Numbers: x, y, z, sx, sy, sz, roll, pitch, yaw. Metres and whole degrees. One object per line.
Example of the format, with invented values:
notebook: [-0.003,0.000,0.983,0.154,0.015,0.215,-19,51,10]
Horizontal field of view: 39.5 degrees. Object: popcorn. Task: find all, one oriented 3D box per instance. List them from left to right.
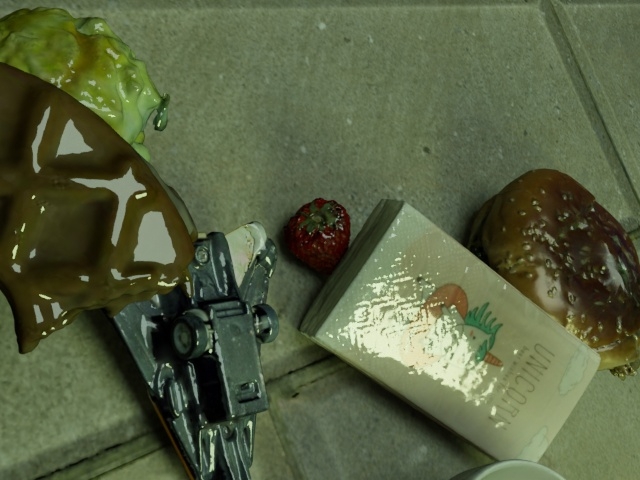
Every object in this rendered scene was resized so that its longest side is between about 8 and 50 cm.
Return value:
popcorn: [-0.206,-0.090,0.719,0.212,0.198,0.198,41,36,-69]

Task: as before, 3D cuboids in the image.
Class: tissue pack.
tissue pack: [0.148,0.111,0.957,0.325,0.071,0.170,37,84,-23]

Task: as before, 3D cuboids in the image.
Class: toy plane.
toy plane: [-0.085,0.141,0.757,0.204,0.103,0.316,-5,73,-44]

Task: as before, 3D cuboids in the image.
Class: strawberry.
strawberry: [0.000,0.000,0.940,0.083,0.073,0.073,74,30,-43]

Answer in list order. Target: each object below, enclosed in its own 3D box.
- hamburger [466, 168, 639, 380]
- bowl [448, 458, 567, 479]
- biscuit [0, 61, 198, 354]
hamburger: [0.300,0.051,1.131,0.243,0.146,0.286,-15,82,-38]
bowl: [0.159,0.362,0.842,0.287,0.144,0.287,20,57,-34]
biscuit: [-0.272,0.038,0.534,0.268,0.115,0.366,46,78,-9]
